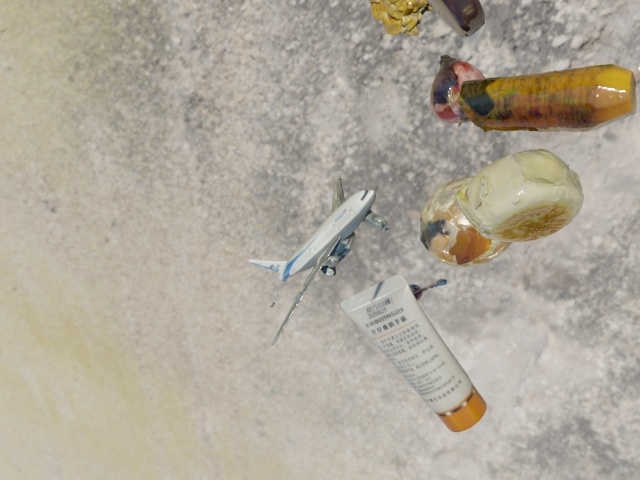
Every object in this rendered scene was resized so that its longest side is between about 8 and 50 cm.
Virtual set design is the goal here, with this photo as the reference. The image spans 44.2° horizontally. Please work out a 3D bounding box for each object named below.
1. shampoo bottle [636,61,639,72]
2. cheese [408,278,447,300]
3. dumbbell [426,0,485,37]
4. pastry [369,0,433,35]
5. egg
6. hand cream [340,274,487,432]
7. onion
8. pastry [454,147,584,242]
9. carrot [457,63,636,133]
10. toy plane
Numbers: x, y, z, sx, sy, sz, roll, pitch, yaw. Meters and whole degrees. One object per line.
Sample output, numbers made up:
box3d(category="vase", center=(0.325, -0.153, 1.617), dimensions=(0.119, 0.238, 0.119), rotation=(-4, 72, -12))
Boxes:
box3d(category="shampoo bottle", center=(0.773, -0.363, 1.748), dimensions=(0.141, 0.049, 0.034), rotation=(19, 177, 14))
box3d(category="cheese", center=(0.202, 0.111, 1.694), dimensions=(0.095, 0.145, 0.038), rotation=(-107, -3, -88))
box3d(category="dumbbell", center=(0.202, -0.335, 0.845), dimensions=(0.225, 0.124, 0.140), rotation=(-34, 90, 11))
box3d(category="pastry", center=(0.111, -0.458, 1.273), dimensions=(0.154, 0.102, 0.250), rotation=(52, 170, 44))
box3d(category="egg", center=(0.322, -0.042, 1.673), dimensions=(0.233, 0.195, 0.195), rotation=(-11, 143, -12))
box3d(category="hand cream", center=(0.169, 0.205, 1.402), dimensions=(0.140, 0.089, 0.314), rotation=(-26, 109, 33))
box3d(category="onion", center=(0.351, -0.397, 2.032), dimensions=(0.159, 0.159, 0.195), rotation=(-33, 73, 52))
box3d(category="pastry", center=(0.264, -0.055, 1.042), dimensions=(0.166, 0.088, 0.166), rotation=(-9, 153, -4))
box3d(category="carrot", center=(0.393, -0.243, 1.383), dimensions=(0.302, 0.114, 0.114), rotation=(1, 135, 33))
box3d(category="toy plane", center=(0.002, 0.002, 0.830), dimensions=(0.058, 0.226, 0.226), rotation=(35, 144, -20))
